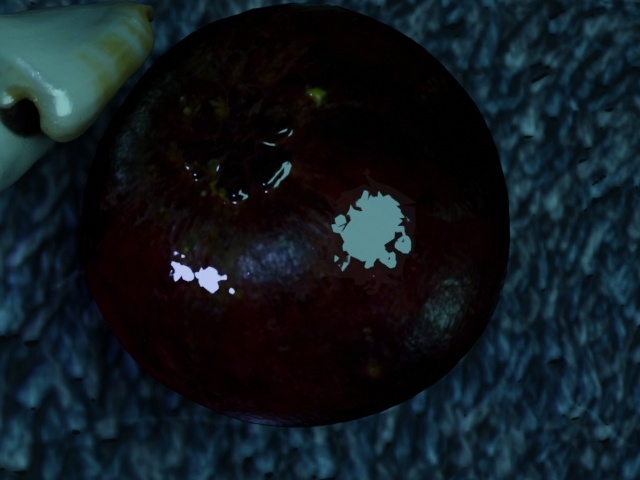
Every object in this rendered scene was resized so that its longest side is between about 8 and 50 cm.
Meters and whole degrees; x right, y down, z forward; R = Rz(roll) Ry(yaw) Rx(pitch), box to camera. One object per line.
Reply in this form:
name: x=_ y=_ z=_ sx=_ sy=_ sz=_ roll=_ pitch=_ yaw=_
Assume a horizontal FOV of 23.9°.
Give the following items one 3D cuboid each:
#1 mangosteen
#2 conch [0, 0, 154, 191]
mangosteen: x=0.000 y=0.000 z=0.846 sx=0.261 sy=0.236 sz=0.235 roll=51 pitch=54 yaw=-59
conch: x=-0.151 y=-0.082 z=0.823 sx=0.176 sy=0.104 sz=0.094 roll=-19 pitch=74 yaw=-40
